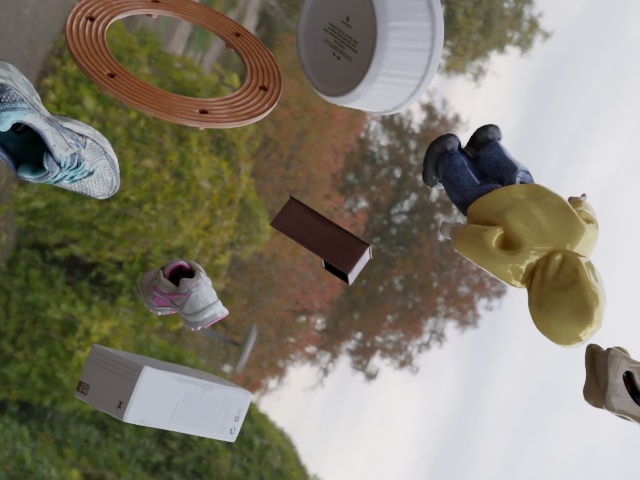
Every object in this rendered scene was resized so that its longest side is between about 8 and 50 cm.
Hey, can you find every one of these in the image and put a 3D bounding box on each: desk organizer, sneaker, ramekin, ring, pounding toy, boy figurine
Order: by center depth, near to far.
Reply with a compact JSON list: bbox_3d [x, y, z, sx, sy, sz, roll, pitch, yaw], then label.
[{"bbox_3d":[0.226,-0.009,1.059,0.285,0.177,0.092,58,-25,35],"label":"boy figurine"},{"bbox_3d":[0.000,0.000,1.291,0.050,0.130,0.047,-53,164,-15],"label":"desk organizer"},{"bbox_3d":[-0.371,-0.112,1.311,0.110,0.283,0.122,-33,-127,13],"label":"sneaker"},{"bbox_3d":[-0.220,-0.274,1.486,0.336,0.337,0.032,-72,-172,-52],"label":"ring"},{"bbox_3d":[0.571,0.240,1.579,0.154,0.270,0.155,-67,-169,-5],"label":"pounding toy"},{"bbox_3d":[0.071,-0.348,1.668,0.273,0.127,0.272,9,-78,49],"label":"ramekin"},{"bbox_3d":[-0.271,0.082,1.874,0.103,0.252,0.111,-30,117,-32],"label":"sneaker"}]

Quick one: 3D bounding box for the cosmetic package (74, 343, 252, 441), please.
[{"bbox_3d":[-0.220,0.219,1.399,0.231,0.117,0.085,28,80,-51],"label":"cosmetic package"}]
